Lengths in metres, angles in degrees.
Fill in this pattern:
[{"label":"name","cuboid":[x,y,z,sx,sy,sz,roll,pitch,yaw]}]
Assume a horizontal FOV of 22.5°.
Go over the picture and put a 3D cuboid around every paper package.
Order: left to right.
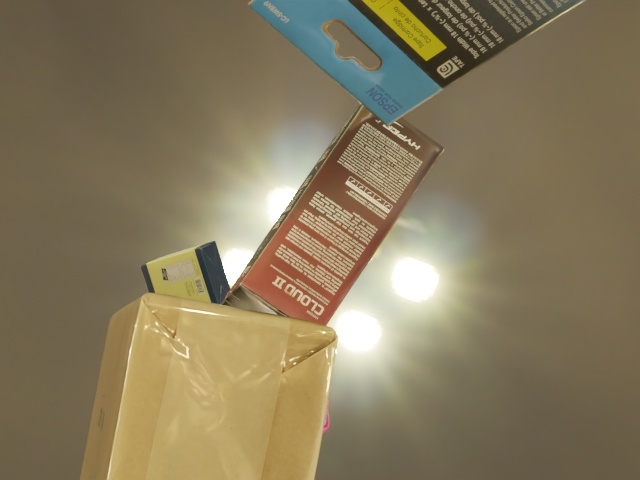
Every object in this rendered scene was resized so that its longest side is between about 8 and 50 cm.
[{"label":"paper package","cuboid":[-0.119,0.211,1.418,0.168,0.309,0.325,11,-9,-12]}]

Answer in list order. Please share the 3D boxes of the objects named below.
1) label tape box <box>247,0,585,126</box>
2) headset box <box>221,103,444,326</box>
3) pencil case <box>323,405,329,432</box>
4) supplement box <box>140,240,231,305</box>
[{"label":"label tape box","cuboid":[0.124,-0.283,1.523,0.334,0.106,0.240,-31,-43,22]},{"label":"headset box","cuboid":[0.000,0.000,1.860,0.110,0.293,0.218,35,-13,-3]},{"label":"pencil case","cuboid":[-0.103,0.159,1.658,0.236,0.104,0.104,-7,-40,12]},{"label":"supplement box","cuboid":[-0.162,0.054,1.971,0.083,0.056,0.083,-16,-87,18]}]
